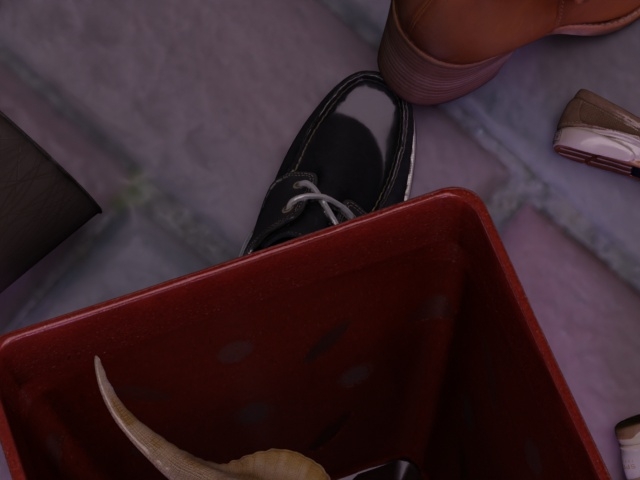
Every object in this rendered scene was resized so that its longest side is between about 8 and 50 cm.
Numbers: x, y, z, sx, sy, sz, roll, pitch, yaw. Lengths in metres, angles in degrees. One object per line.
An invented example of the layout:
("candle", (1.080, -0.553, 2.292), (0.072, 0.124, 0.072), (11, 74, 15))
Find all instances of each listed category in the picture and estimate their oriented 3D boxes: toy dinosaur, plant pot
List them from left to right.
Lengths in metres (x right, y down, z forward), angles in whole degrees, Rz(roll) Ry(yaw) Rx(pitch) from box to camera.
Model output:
("toy dinosaur", (-0.036, 0.127, 0.875), (0.183, 0.053, 0.092), (21, 49, 5))
("plant pot", (0.002, 0.174, 1.001), (0.267, 0.236, 0.267), (-19, 62, -8))

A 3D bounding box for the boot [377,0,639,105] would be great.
("boot", (0.160, -0.201, 1.106), (0.283, 0.220, 0.109), (-29, 78, -22))

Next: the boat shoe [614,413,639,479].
("boat shoe", (0.254, 0.116, 1.145), (0.153, 0.056, 0.048), (-12, 89, -5))

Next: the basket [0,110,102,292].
("basket", (-0.275, 0.001, 1.083), (0.204, 0.154, 0.227), (40, 82, 5))

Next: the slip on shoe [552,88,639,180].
("slip on shoe", (0.212, -0.054, 1.178), (0.135, 0.051, 0.041), (18, 80, 8))

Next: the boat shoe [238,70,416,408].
("boat shoe", (0.000, 0.000, 1.137), (0.084, 0.079, 0.233), (24, 75, 3))
